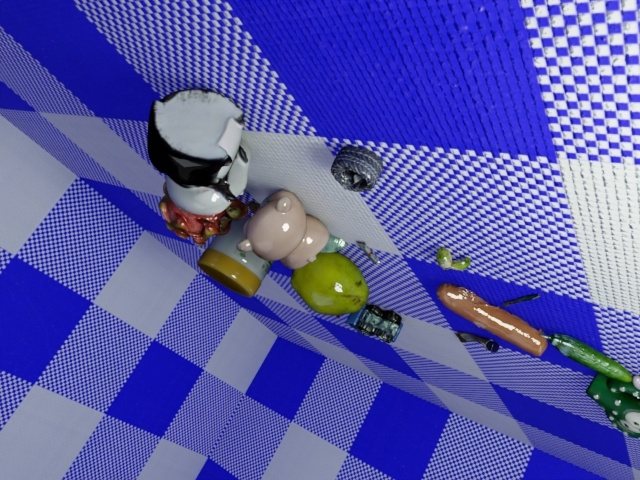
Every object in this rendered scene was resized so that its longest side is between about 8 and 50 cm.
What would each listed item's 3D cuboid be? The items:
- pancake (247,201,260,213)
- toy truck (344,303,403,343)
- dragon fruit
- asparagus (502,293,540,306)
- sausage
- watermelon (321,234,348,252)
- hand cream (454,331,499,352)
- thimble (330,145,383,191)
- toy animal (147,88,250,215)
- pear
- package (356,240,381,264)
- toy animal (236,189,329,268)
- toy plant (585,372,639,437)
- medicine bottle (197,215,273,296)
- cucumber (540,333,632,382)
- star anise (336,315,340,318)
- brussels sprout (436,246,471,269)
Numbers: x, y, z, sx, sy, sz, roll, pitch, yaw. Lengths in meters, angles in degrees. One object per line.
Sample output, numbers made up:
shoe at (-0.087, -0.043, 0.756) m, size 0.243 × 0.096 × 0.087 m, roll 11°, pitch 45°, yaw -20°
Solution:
pancake at (-0.198, -0.094, 1.793) m, size 0.115 × 0.011 × 0.115 m, roll 27°, pitch 160°, yaw 11°
toy truck at (0.213, 0.320, 2.092) m, size 0.208 × 0.113 × 0.126 m, roll 19°, pitch 160°, yaw 33°
dragon fruit at (-0.362, -0.110, 1.700) m, size 0.307 × 0.227 × 0.243 m, roll 14°, pitch 161°, yaw 7°
asparagus at (0.506, 0.152, 1.365) m, size 0.016 × 0.013 × 0.166 m, roll 42°, pitch 161°, yaw 0°
sausage at (0.465, 0.211, 1.477) m, size 0.327 × 0.079 × 0.087 m, roll 29°, pitch 172°, yaw 8°
watermelon at (-0.002, 0.000, 1.690) m, size 0.180 × 0.081 × 0.094 m, roll 25°, pitch -173°, yaw 32°
hand cream at (0.522, 0.335, 1.791) m, size 0.062 × 0.039 × 0.163 m, roll 38°, pitch 166°, yaw -28°
thimble at (0.077, -0.153, 1.141) m, size 0.095 × 0.066 × 0.104 m, roll 38°, pitch 157°, yaw -26°
toy animal at (-0.286, -0.197, 1.308) m, size 0.251 × 0.251 × 0.310 m, roll 28°, pitch 151°, yaw 6°
pear at (0.032, 0.142, 1.756) m, size 0.269 × 0.212 × 0.212 m, roll 22°, pitch 161°, yaw 8°
package at (0.145, 0.038, 1.609) m, size 0.037 × 0.015 × 0.110 m, roll 17°, pitch 157°, yaw 48°
toy animal at (-0.100, -0.016, 1.545) m, size 0.221 × 0.210 × 0.229 m, roll 42°, pitch -166°, yaw -11°
toy plant at (0.855, 0.454, 1.460) m, size 0.243 × 0.112 × 0.232 m, roll 44°, pitch 157°, yaw 5°
medicine bottle at (-0.289, 0.053, 1.969) m, size 0.238 × 0.232 × 0.238 m, roll 28°, pitch 162°, yaw 10°
cucumber at (0.691, 0.298, 1.404) m, size 0.250 × 0.056 × 0.056 m, roll 29°, pitch 162°, yaw 4°
star anise at (0.044, 0.220, 2.084) m, size 0.144 × 0.158 × 0.140 m, roll -13°, pitch 177°, yaw 27°
brussels sprout at (0.323, 0.051, 1.321) m, size 0.083 × 0.046 × 0.051 m, roll 25°, pitch 120°, yaw 15°
